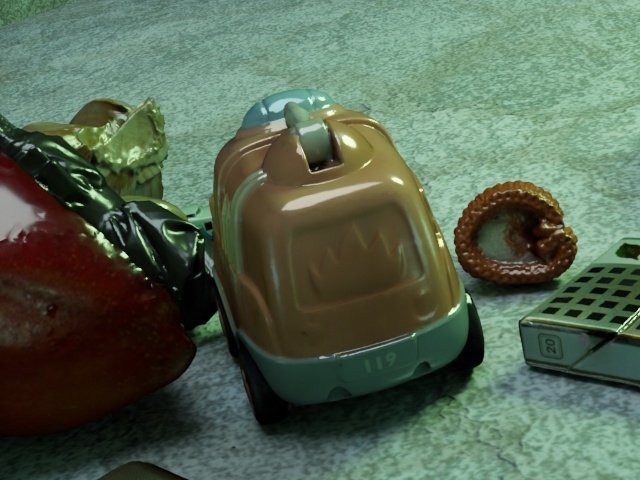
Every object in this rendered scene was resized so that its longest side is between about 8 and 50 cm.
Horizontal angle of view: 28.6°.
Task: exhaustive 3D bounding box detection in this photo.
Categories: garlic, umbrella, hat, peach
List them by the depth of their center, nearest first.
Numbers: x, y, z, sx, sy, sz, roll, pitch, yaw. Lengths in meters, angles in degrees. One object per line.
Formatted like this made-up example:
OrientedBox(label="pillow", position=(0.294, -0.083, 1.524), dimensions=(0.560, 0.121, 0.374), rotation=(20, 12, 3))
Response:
OrientedBox(label="peach", position=(-0.276, 0.064, 1.030), dimensions=(0.361, 0.258, 0.201), rotation=(27, 63, 30))
OrientedBox(label="umbrella", position=(-0.228, -0.040, 1.160), dimensions=(0.118, 0.340, 0.118), rotation=(-50, -1, -1))
OrientedBox(label="hat", position=(0.183, -0.011, 1.189), dimensions=(0.112, 0.094, 0.162), rotation=(2, 4, 8))
OrientedBox(label="garlic", position=(-0.284, -0.067, 1.445), dimensions=(0.191, 0.160, 0.214), rotation=(-14, 17, 43))

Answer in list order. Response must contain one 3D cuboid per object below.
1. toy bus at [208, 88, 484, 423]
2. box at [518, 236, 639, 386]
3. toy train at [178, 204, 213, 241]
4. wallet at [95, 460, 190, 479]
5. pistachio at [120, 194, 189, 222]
OrientedBox(label="toy bus", position=(0.000, 0.000, 1.028), dimensions=(0.194, 0.232, 0.288), rotation=(-17, 24, -6))
OrientedBox(label="box", position=(0.333, 0.063, 0.940), dimensions=(0.324, 0.047, 0.180), rotation=(8, 28, 40))
OrientedBox(label="toy train", position=(-0.181, -0.004, 1.383), dimensions=(0.207, 0.047, 0.043), rotation=(-15, 22, -7))
OrientedBox(label="wallet", position=(-0.097, 0.201, 0.826), dimensions=(0.110, 0.031, 0.198), rotation=(-29, 27, -37))
OrientedBox(label="pistachio", position=(-0.218, 0.015, 1.256), dimensions=(0.185, 0.126, 0.108), rotation=(-18, 52, -1))
